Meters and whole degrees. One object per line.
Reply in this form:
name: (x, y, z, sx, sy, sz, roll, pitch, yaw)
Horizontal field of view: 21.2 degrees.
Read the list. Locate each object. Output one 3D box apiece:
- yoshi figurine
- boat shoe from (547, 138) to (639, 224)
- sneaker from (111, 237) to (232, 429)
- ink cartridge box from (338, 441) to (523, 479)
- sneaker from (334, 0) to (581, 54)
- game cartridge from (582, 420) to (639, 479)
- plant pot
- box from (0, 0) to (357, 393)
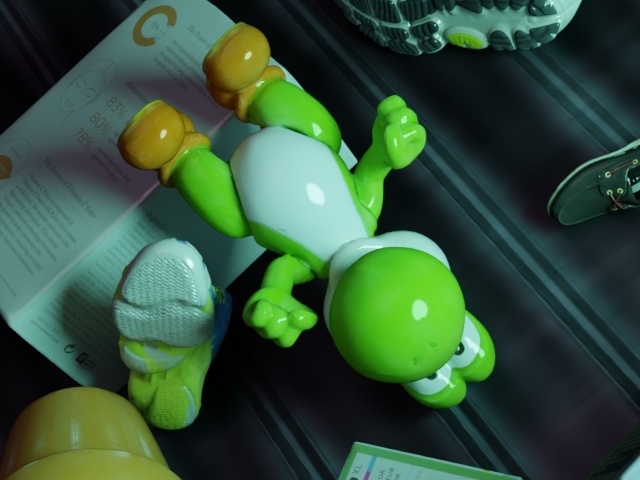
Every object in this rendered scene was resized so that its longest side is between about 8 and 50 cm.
yoshi figurine: (0.005, -0.010, 1.423, 0.362, 0.203, 0.203, 45, 130, 7)
boat shoe: (0.261, -0.050, 1.489, 0.133, 0.049, 0.042, -27, 41, 5)
sneaker: (-0.129, 0.058, 1.536, 0.091, 0.240, 0.126, 17, 47, 4)
ink cartridge box: (0.079, 0.218, 1.371, 0.209, 0.109, 0.062, 7, 63, 34)
sneaker: (0.133, -0.248, 1.687, 0.275, 0.107, 0.110, 11, 46, 30)
game cartridge: (0.261, 0.140, 1.219, 0.198, 0.297, 0.062, -41, 81, -4)
plant pot: (-0.206, 0.233, 1.482, 0.205, 0.205, 0.188, -31, 34, 8)
box: (-0.176, -0.054, 1.665, 0.345, 0.168, 0.215, -43, 48, -2)
